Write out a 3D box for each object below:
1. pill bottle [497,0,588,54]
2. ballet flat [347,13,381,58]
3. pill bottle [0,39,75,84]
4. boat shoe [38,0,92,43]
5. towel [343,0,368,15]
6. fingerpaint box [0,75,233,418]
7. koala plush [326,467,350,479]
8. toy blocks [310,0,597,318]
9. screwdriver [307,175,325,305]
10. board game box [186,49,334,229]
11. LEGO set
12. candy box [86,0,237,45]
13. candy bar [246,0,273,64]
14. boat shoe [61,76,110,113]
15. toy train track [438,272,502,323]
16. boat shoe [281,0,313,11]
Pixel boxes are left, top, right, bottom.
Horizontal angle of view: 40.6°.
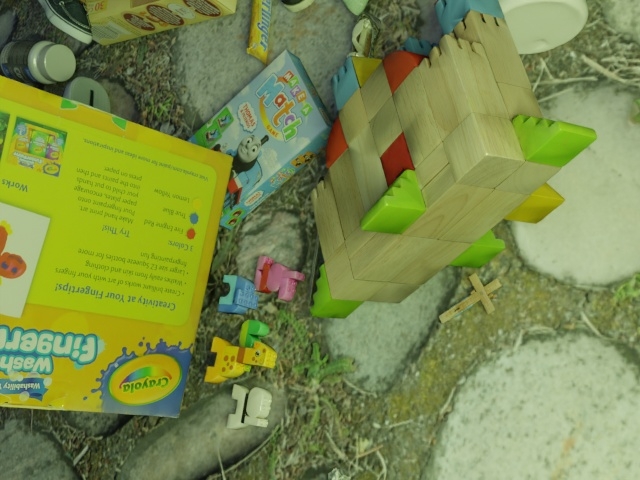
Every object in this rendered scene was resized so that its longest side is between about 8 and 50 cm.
[{"bbox_3d":[0.235,-0.331,0.991,0.117,0.117,0.208,-15,66,32],"label":"pill bottle"},{"bbox_3d":[0.052,-0.249,1.147,0.041,0.041,0.114,2,76,37],"label":"ballet flat"},{"bbox_3d":[-0.509,-0.322,1.562,0.137,0.078,0.078,11,81,39],"label":"pill bottle"},{"bbox_3d":[-0.407,-0.395,1.411,0.083,0.065,0.183,-53,52,15],"label":"boat shoe"},{"bbox_3d":[0.065,-0.496,1.106,0.325,0.038,0.248,-53,56,43],"label":"towel"},{"bbox_3d":[-0.357,0.013,1.070,0.163,0.445,0.371,6,84,45],"label":"fingerpaint box"},{"bbox_3d":[0.045,0.341,0.862,0.221,0.203,0.196,26,90,51],"label":"koala plush"},{"bbox_3d":[0.097,-0.112,0.956,0.381,0.191,0.261,-47,46,46],"label":"toy blocks"},{"bbox_3d":[0.000,0.000,1.113,0.025,0.024,0.170,2,80,7],"label":"screwdriver"},{"bbox_3d":[-0.087,-0.141,1.212,0.211,0.039,0.160,-39,55,19],"label":"board game box"},{"bbox_3d":[-0.078,0.124,1.080,0.093,0.087,0.227,1,76,37],"label":"LEGO set"},{"bbox_3d":[-0.268,-0.442,1.420,0.316,0.087,0.183,-2,75,36],"label":"candy box"},{"bbox_3d":[-0.086,-0.338,1.280,0.018,0.040,0.161,-10,68,43],"label":"candy bar"},{"bbox_3d":[-0.400,-0.126,1.412,0.094,0.109,0.302,-33,47,41],"label":"boat shoe"},{"bbox_3d":[0.169,0.068,0.965,0.083,0.014,0.048,-37,63,27],"label":"toy train track"},{"bbox_3d":[-0.050,-0.452,1.272,0.084,0.079,0.233,-20,61,32],"label":"boat shoe"}]
